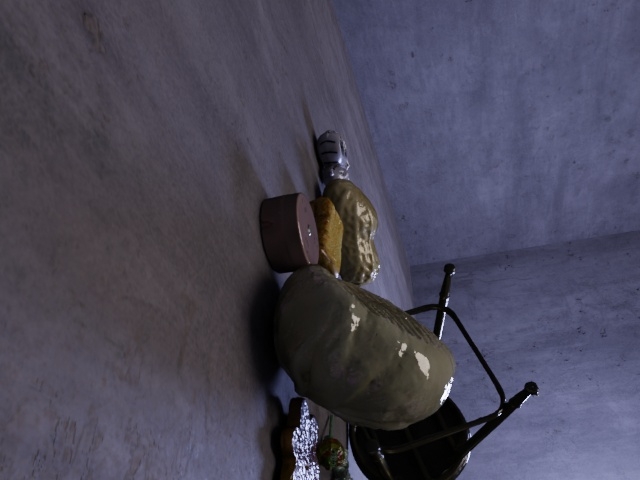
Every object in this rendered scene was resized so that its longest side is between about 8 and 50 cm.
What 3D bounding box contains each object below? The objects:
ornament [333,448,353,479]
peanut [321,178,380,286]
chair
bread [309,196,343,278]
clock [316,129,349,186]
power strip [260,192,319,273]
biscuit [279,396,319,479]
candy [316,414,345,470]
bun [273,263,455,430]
[{"bbox_3d":[0.048,0.501,1.356,0.068,0.041,0.092,74,3,-53],"label":"ornament"},{"bbox_3d":[0.088,-0.019,1.707,0.152,0.152,0.312,-50,131,-74],"label":"peanut"},{"bbox_3d":[0.205,0.357,1.414,0.410,0.362,0.364,85,-16,-46],"label":"chair"},{"bbox_3d":[0.000,0.000,1.422,0.211,0.083,0.113,-85,156,-50],"label":"bread"},{"bbox_3d":[0.036,-0.225,1.772,0.117,0.080,0.176,-72,152,-64],"label":"clock"},{"bbox_3d":[-0.055,-0.014,1.191,0.154,0.078,0.154,-11,90,-78],"label":"power strip"},{"bbox_3d":[-0.039,0.388,1.044,0.236,0.039,0.179,-87,164,-44],"label":"biscuit"},{"bbox_3d":[0.022,0.413,1.298,0.201,0.061,0.060,-80,158,-81],"label":"candy"},{"bbox_3d":[0.064,0.203,1.106,0.219,0.365,0.365,-57,167,4],"label":"bun"}]
